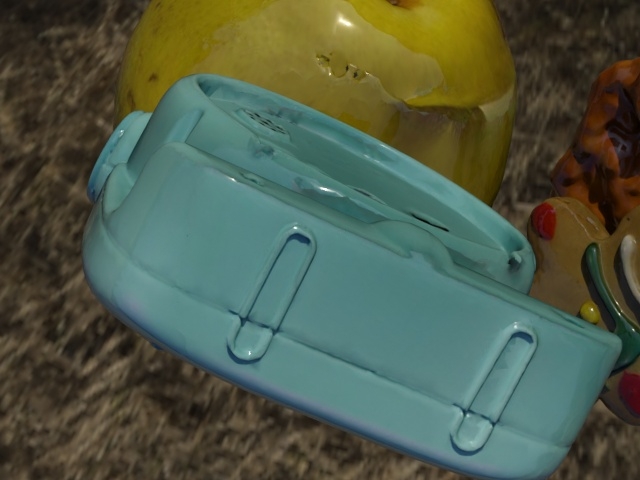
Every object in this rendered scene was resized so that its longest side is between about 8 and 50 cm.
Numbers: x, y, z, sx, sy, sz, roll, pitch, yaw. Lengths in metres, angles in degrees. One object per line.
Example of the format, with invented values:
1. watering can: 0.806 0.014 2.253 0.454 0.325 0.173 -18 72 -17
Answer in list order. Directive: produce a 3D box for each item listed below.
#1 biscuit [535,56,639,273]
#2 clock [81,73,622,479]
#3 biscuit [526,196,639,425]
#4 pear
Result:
1. biscuit: 0.333 0.012 1.428 0.312 0.110 0.318 24 134 10
2. clock: 0.000 0.000 0.808 0.223 0.274 0.094 24 103 -18
3. biscuit: 0.206 0.064 1.381 0.301 0.049 0.197 -35 77 36
4. pear: -0.011 -0.068 1.205 0.285 0.285 0.336 21 154 -1
